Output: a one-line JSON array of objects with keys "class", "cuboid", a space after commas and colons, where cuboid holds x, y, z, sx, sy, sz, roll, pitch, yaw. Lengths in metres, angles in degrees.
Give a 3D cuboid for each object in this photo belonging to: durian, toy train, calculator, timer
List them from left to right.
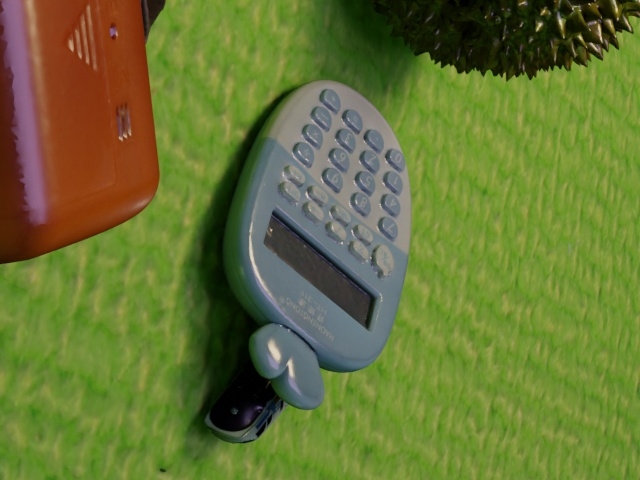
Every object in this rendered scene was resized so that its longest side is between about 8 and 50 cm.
[{"class": "timer", "cuboid": [-0.184, -0.121, 1.100, 0.250, 0.161, 0.257, -28, 115, -63]}, {"class": "toy train", "cuboid": [-0.032, 0.104, 1.541, 0.207, 0.043, 0.047, -49, 152, -45]}, {"class": "calculator", "cuboid": [0.000, 0.000, 1.539, 0.188, 0.042, 0.303, 41, 51, -32]}, {"class": "durian", "cuboid": [0.163, -0.267, 1.642, 0.224, 0.291, 0.291, 24, 72, -71]}]

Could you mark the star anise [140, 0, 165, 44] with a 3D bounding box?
[{"class": "star anise", "cuboid": [-0.158, -0.213, 1.274, 0.231, 0.089, 0.209, 36, 75, -53]}]
